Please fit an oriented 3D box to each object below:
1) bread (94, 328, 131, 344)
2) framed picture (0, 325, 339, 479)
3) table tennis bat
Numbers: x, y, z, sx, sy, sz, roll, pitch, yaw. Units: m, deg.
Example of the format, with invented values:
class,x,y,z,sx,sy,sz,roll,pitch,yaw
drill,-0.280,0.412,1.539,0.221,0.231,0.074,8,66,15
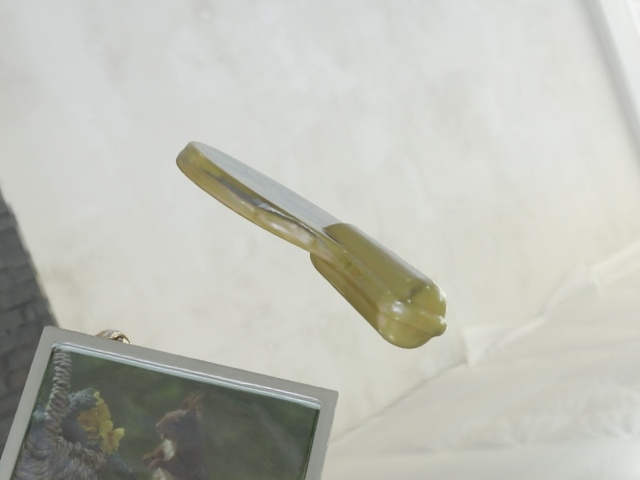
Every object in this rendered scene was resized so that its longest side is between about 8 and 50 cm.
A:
class,x,y,z,sx,sy,sz,roll,pitch,yaw
bread,-0.165,0.123,1.027,0.024,0.110,0.110,-20,-176,11
framed picture,-0.044,0.064,0.349,0.089,0.066,0.006,13,156,1
table tennis bat,0.000,0.000,0.932,0.050,0.198,0.321,-60,-149,5
